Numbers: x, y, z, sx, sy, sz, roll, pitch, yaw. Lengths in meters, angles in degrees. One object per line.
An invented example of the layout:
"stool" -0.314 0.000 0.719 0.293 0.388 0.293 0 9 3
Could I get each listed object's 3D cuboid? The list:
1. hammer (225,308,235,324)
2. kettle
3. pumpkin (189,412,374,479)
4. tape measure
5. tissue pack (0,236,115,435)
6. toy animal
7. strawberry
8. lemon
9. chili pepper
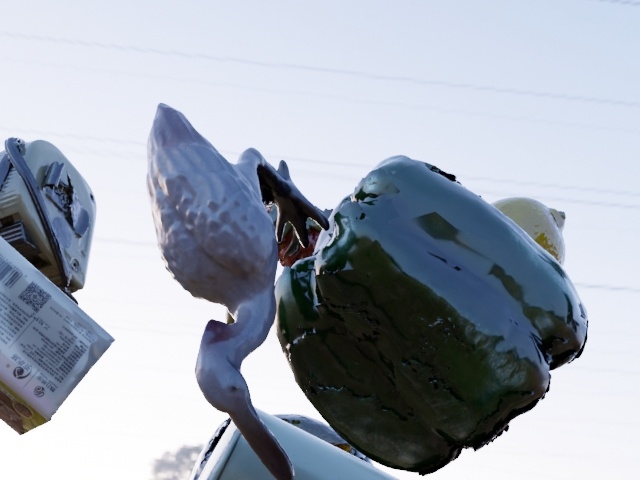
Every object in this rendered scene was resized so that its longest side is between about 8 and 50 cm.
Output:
"hammer" -0.120 0.029 1.671 0.113 0.305 0.202 17 8 -7
"kettle" -0.005 0.361 1.037 0.318 0.265 0.205 30 -55 -2
"pumpkin" -0.061 0.425 1.416 0.321 0.320 0.192 6 -39 0
"tape measure" -0.482 -0.040 1.523 0.133 0.271 0.231 -15 -41 15
"tissue pack" -0.288 0.089 0.820 0.148 0.106 0.099 45 -40 -13
"toy animal" -0.071 0.007 0.702 0.090 0.324 0.195 -36 -61 27
"strawberry" -0.014 -0.003 1.313 0.174 0.098 0.228 12 0 5
"lemon" 0.354 0.014 1.624 0.187 0.244 0.187 38 -32 29
"chili pepper" 0.097 0.062 0.842 0.256 0.248 0.233 46 -50 -3
